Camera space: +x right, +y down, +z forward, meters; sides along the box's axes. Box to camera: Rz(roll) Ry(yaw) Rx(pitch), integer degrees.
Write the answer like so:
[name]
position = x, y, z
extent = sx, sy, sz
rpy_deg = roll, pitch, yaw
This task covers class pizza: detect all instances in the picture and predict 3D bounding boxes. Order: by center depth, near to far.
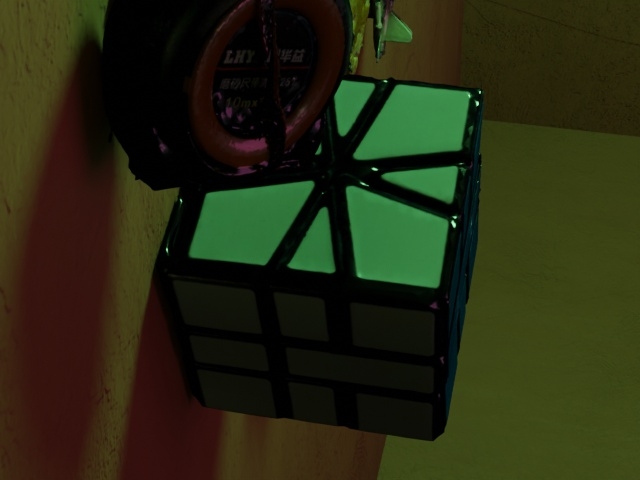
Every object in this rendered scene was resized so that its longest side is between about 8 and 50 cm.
[pizza]
position = 0.023, -0.286, 1.923
extent = 0.154, 0.069, 0.194
rpy_deg = -68, 168, -57

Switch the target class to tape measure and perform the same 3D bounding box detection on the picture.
[tape measure]
position = -0.075, -0.149, 1.110
extent = 0.202, 0.135, 0.223
rpy_deg = -10, 127, -41

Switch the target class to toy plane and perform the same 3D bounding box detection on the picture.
[toy plane]
position = 0.097, -0.424, 2.224
extent = 0.192, 0.088, 0.262
rpy_deg = -68, 153, -74

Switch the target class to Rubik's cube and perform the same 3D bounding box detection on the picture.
[Rubik's cube]
position = 0.014, 0.014, 1.451
extent = 0.283, 0.293, 0.288
rpy_deg = 79, 22, -54
